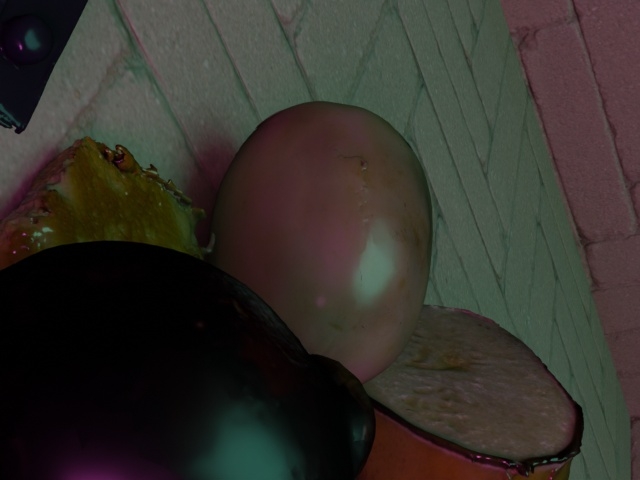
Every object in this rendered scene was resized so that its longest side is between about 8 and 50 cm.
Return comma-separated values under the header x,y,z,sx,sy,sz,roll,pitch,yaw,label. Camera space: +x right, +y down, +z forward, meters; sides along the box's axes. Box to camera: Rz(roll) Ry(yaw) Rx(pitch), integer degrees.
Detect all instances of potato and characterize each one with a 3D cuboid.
x,y,z,sx,sy,sz,roll,pitch,yaw,label
0.143,0.292,1.392,0.397,0.290,0.295,-133,-130,-58,potato

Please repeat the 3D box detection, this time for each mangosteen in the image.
x,y,z,sx,sy,sz,roll,pitch,yaw,label
-0.101,0.141,0.663,0.314,0.297,0.296,-11,89,-24,mangosteen

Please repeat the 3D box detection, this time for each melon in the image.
x,y,z,sx,sy,sz,roll,pitch,yaw,label
0.000,0.000,1.113,0.223,0.223,0.316,55,33,-45,melon

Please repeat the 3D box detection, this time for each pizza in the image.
x,y,z,sx,sy,sz,roll,pitch,yaw,label
-0.164,0.011,0.910,0.189,0.071,0.297,58,24,-16,pizza

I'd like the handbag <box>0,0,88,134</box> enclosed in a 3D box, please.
x,y,z,sx,sy,sz,roll,pitch,yaw,label
-0.271,-0.232,0.714,0.325,0.118,0.269,54,34,-43,handbag
